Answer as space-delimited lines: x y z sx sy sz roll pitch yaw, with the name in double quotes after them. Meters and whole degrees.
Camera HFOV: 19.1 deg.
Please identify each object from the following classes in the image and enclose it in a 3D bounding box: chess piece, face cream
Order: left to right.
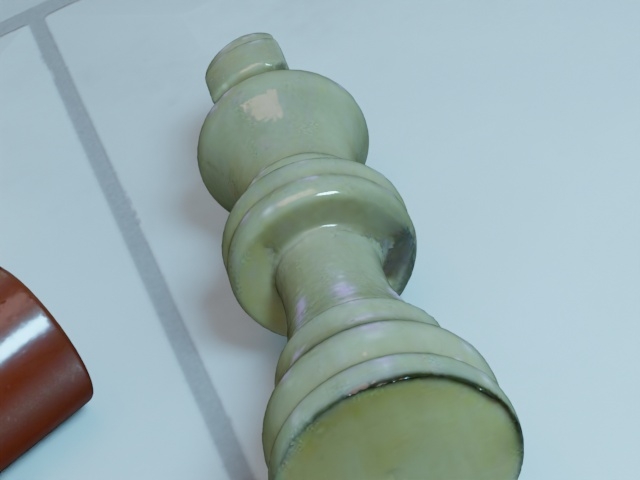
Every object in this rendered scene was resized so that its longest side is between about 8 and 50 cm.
-0.230 0.111 0.996 0.214 0.096 0.096 -38 39 -20 "face cream"
0.000 0.000 1.007 0.117 0.117 0.397 -21 35 2 "chess piece"
